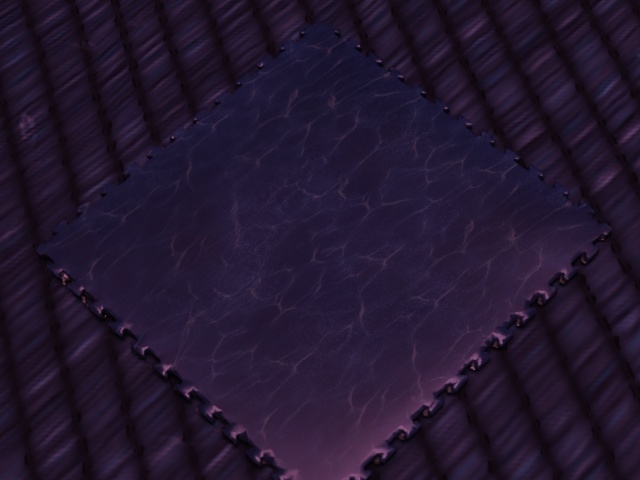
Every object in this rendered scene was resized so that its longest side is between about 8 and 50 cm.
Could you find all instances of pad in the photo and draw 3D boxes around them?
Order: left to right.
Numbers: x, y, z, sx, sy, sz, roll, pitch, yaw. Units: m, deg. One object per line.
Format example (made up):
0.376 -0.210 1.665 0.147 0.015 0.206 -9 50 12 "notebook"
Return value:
0.000 0.000 0.815 0.269 0.012 0.269 37 68 24 "pad"
